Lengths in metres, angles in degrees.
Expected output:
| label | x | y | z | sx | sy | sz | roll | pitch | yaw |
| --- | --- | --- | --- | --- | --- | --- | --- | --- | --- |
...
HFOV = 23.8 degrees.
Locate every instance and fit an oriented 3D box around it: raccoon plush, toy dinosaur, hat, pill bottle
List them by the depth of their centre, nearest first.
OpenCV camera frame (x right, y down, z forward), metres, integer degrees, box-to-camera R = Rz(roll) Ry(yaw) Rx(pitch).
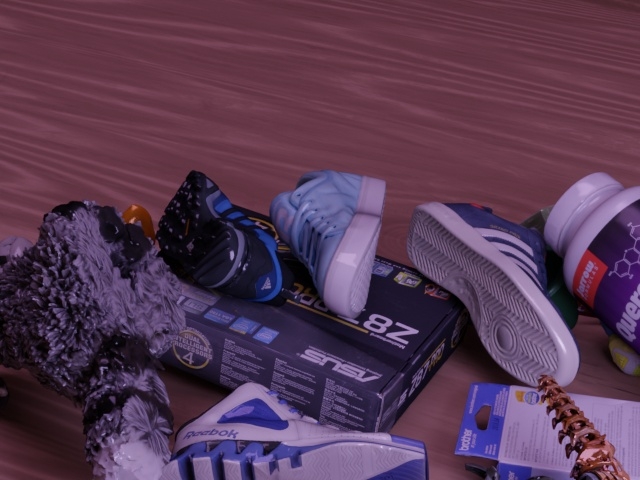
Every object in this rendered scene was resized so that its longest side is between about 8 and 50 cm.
| label | x | y | z | sx | sy | sz | roll | pitch | yaw |
| --- | --- | --- | --- | --- | --- | --- | --- | --- | --- |
| toy dinosaur | 0.260 | 0.300 | 1.572 | 0.219 | 0.164 | 0.322 | -4 | 36 | -5 |
| raccoon plush | -0.341 | 0.148 | 1.772 | 0.299 | 0.216 | 0.446 | -31 | 32 | 22 |
| pill bottle | 0.436 | 0.054 | 1.925 | 0.182 | 0.181 | 0.323 | -18 | 48 | -35 |
| hat | 0.328 | 0.121 | 2.126 | 0.209 | 0.183 | 0.173 | -21 | 25 | 33 |

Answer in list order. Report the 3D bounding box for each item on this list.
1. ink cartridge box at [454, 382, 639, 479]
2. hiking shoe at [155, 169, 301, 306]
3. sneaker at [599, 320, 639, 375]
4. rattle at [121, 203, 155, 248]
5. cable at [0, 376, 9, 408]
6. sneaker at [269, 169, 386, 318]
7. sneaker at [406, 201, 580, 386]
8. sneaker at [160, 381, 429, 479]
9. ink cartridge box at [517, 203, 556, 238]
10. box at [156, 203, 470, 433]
| label | x | y | z | sx | sy | sz | roll | pitch | yaw |
| --- | --- | --- | --- | --- | --- | --- | --- | --- | --- |
| ink cartridge box | 0.320 | 0.251 | 1.806 | 0.311 | 0.065 | 0.186 | 9 | 25 | 8 |
| hiking shoe | -0.127 | 0.008 | 1.981 | 0.132 | 0.113 | 0.304 | 31 | 12 | -26 |
| sneaker | 0.480 | 0.094 | 2.063 | 0.240 | 0.091 | 0.126 | -16 | 60 | -29 |
| rattle | -0.250 | 0.059 | 2.086 | 0.130 | 0.142 | 0.199 | 21 | 22 | 1 |
| cable | -0.503 | 0.162 | 1.923 | 0.287 | 0.072 | 0.139 | 26 | 33 | 37 |
| sneaker | 0.000 | 0.000 | 1.986 | 0.150 | 0.135 | 0.366 | 10 | 16 | 2 |
| sneaker | 0.259 | 0.055 | 1.980 | 0.148 | 0.131 | 0.350 | -7 | 40 | -30 |
| sneaker | -0.034 | 0.235 | 1.744 | 0.316 | 0.127 | 0.182 | 0 | 28 | -1 |
| ink cartridge box | 0.378 | -0.021 | 2.269 | 0.235 | 0.056 | 0.171 | -18 | -11 | -32 |
| box | -0.035 | 0.099 | 2.016 | 0.395 | 0.097 | 0.318 | 21 | 32 | 19 |
